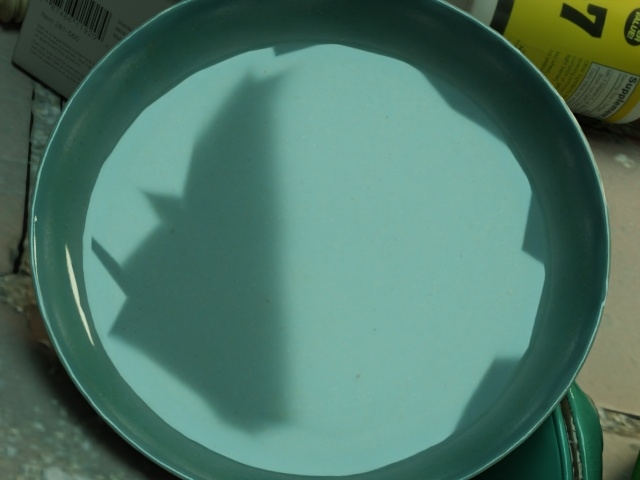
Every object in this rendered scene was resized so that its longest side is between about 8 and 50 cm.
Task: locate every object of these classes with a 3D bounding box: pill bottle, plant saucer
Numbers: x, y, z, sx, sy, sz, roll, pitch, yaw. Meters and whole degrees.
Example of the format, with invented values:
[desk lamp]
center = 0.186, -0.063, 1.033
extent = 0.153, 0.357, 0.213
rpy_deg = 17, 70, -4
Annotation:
[pill bottle]
center = 0.193, -0.154, 1.413
extent = 0.208, 0.119, 0.119
rpy_deg = 13, 37, -16
[plant saucer]
center = 0.000, 0.000, 1.055
extent = 0.317, 0.044, 0.318
rpy_deg = 1, 69, -3

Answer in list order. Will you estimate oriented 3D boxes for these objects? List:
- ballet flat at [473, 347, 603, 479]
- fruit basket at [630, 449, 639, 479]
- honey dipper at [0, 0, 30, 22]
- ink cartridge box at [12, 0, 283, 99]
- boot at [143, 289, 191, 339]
[ballet flat]
center = 0.115, 0.081, 1.107
extent = 0.087, 0.083, 0.247
rpy_deg = 13, 37, -40
[fruit basket]
center = 0.357, 0.104, 0.977
extent = 0.392, 0.392, 0.283
rpy_deg = 30, 36, 7
[honey dipper]
center = -0.246, -0.157, 1.231
extent = 0.160, 0.030, 0.030
rpy_deg = -2, 44, -31
[ink cartridge box]
center = -0.081, -0.169, 1.181
extent = 0.160, 0.219, 0.092
rpy_deg = 35, 37, 13
[boot]
center = -0.043, 0.056, 1.076
extent = 0.114, 0.037, 0.106
rpy_deg = 8, 26, -28
